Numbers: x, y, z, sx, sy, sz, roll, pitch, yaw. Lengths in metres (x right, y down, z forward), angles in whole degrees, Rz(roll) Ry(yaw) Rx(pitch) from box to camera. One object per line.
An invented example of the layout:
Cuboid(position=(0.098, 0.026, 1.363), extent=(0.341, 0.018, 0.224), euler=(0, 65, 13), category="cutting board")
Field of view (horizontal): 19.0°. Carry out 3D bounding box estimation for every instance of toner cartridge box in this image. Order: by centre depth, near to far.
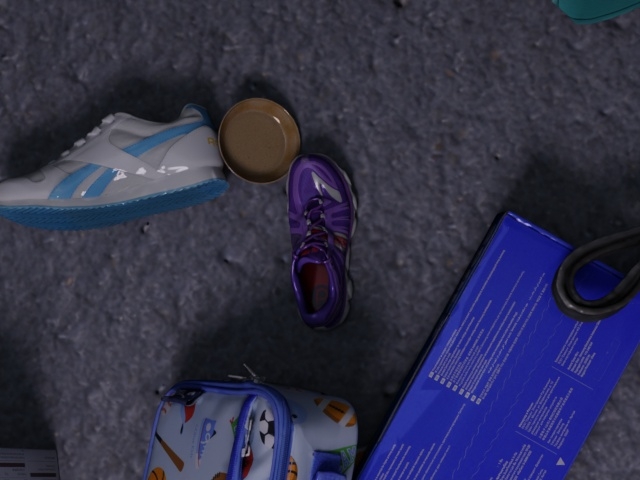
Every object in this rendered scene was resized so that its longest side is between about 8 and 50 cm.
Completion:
Cuboid(position=(0.150, 0.163, 1.730), extent=(0.165, 0.075, 0.348), euler=(30, 87, 0), category="toner cartridge box")

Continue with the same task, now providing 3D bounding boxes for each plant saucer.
Cuboid(position=(-0.060, -0.094, 1.829), extent=(0.083, 0.015, 0.083), euler=(3, 83, -22), category="plant saucer")

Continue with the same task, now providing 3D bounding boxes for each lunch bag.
Cuboid(position=(-0.072, 0.262, 1.699), extent=(0.115, 0.243, 0.303), euler=(11, 84, -32), category="lunch bag")

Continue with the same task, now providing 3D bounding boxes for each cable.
Cuboid(position=(0.333, -0.018, 1.697), extent=(0.287, 0.072, 0.139), euler=(-12, 76, -19), category="cable")

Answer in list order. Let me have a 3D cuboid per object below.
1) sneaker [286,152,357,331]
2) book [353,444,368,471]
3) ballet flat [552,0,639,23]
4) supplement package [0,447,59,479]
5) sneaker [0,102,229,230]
Cuboid(position=(0.000, 0.000, 1.797), extent=(0.068, 0.071, 0.170), euler=(-7, 83, 9), category="sneaker")
Cuboid(position=(0.036, 0.243, 1.789), extent=(0.144, 0.035, 0.096), euler=(-17, 85, 8), category="book")
Cuboid(position=(0.368, -0.340, 1.751), extent=(0.409, 0.147, 0.147), euler=(-28, 81, 3), category="ballet flat")
Cuboid(position=(-0.388, 0.280, 1.771), extent=(0.262, 0.204, 0.145), euler=(-8, 82, 9), category="supplement package")
Cuboid(position=(-0.206, -0.068, 1.837), extent=(0.229, 0.087, 0.092), euler=(-11, 76, 2), category="sneaker")
